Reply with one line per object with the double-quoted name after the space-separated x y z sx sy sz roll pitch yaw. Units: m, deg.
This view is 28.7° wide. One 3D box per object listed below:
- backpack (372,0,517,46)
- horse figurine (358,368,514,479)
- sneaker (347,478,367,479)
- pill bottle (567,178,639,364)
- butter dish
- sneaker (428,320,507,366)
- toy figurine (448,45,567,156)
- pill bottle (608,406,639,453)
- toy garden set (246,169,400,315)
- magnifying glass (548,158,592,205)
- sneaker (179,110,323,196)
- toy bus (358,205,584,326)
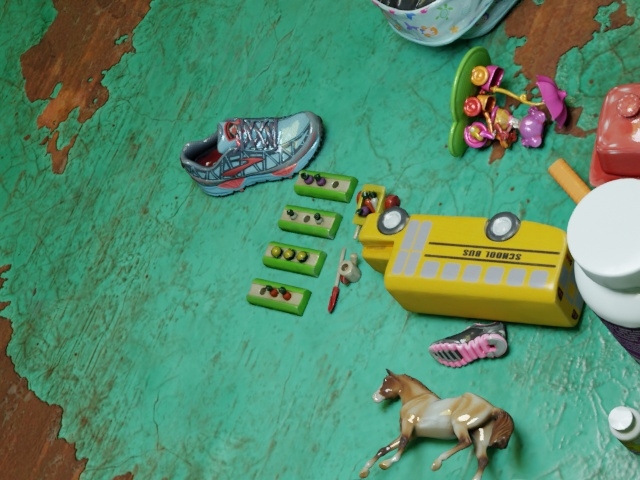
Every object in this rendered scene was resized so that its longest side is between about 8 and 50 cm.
0.203 -0.431 2.001 0.253 0.191 0.225 -47 46 -8 "backpack"
0.165 0.257 1.703 0.263 0.066 0.174 -4 35 40 "horse figurine"
-0.011 0.391 1.750 0.211 0.080 0.081 -17 54 26 "sneaker"
0.410 0.049 1.520 0.169 0.301 0.169 -16 57 26 "pill bottle"
0.445 -0.162 1.738 0.160 0.118 0.159 2 65 34 "butter dish"
0.212 0.142 1.777 0.119 0.047 0.057 -12 37 27 "sneaker"
0.289 -0.192 1.877 0.159 0.130 0.173 17 97 29 "toy figurine"
0.390 0.236 1.571 0.043 0.083 0.043 -16 56 26 "pill bottle"
0.000 0.000 1.984 0.204 0.049 0.244 11 71 37 "toy garden set"
0.394 -0.030 1.742 0.092 0.026 0.231 -44 53 14 "magnifying glass"
-0.121 -0.155 2.101 0.262 0.125 0.104 -22 55 22 "sneaker"
0.209 0.037 1.782 0.333 0.108 0.130 4 63 34 "toy bus"
